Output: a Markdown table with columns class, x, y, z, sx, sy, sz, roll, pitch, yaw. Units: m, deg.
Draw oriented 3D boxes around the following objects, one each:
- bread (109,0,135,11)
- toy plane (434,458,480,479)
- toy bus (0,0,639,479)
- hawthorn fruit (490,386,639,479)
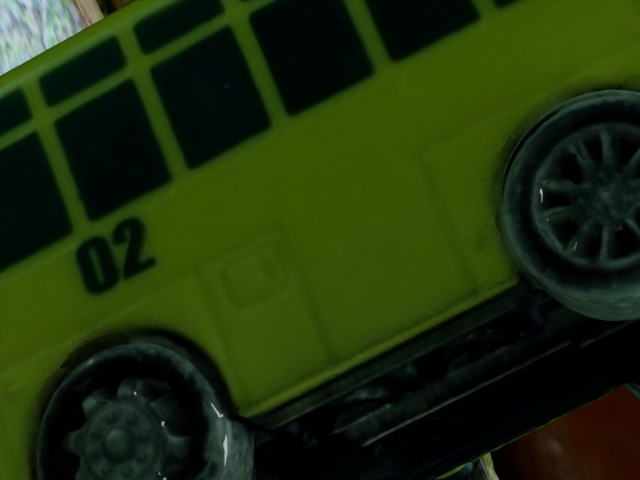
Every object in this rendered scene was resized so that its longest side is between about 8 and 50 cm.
| class | x | y | z | sx | sy | sz | roll | pitch | yaw |
| --- | --- | --- | --- | --- | --- | --- | --- | --- | --- |
| bread | -0.058 | -0.142 | 0.843 | 0.140 | 0.069 | 0.128 | 40 | 31 | -58 |
| toy plane | 0.041 | 0.047 | 1.000 | 0.096 | 0.060 | 0.235 | 18 | 56 | -57 |
| toy bus | 0.000 | 0.000 | 0.478 | 0.150 | 0.262 | 0.128 | 68 | 12 | 24 |
| hawthorn fruit | 0.227 | 0.081 | 1.065 | 0.311 | 0.295 | 0.295 | 77 | 2 | -53 |
